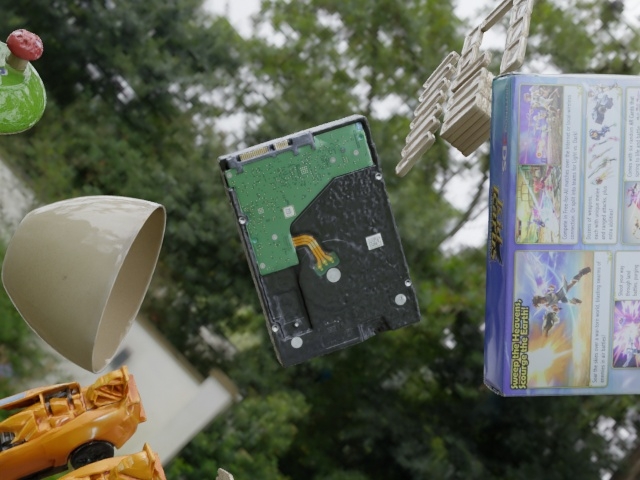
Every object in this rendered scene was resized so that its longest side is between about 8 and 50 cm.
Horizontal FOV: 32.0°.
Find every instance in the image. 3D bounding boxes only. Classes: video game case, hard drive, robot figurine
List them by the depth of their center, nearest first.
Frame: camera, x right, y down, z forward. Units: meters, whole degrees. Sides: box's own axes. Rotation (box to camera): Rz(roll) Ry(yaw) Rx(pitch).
[{"bbox_3d":[0.266,-0.005,0.956,0.061,0.244,0.269,-158,-111,-79],"label":"video game case"},{"bbox_3d":[-0.291,0.222,1.004,0.211,0.291,0.085,-120,-164,-46],"label":"robot figurine"},{"bbox_3d":[0.000,0.000,1.712,0.064,0.237,0.339,-142,-146,-74],"label":"hard drive"}]

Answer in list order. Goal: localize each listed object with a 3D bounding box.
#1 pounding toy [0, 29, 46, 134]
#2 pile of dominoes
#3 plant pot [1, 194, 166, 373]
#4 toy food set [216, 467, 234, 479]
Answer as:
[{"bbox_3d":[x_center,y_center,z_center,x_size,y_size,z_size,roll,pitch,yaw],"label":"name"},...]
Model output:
[{"bbox_3d":[-0.486,-0.267,1.580,0.237,0.183,0.110,37,-54,1],"label":"pounding toy"},{"bbox_3d":[0.177,-0.178,1.257,0.040,0.251,0.196,38,-54,-13],"label":"pile of dominoes"},{"bbox_3d":[-0.387,0.046,1.759,0.191,0.284,0.284,20,-16,3],"label":"plant pot"},{"bbox_3d":[-0.106,0.381,1.318,0.038,0.192,0.132,18,-3,-36],"label":"toy food set"}]
